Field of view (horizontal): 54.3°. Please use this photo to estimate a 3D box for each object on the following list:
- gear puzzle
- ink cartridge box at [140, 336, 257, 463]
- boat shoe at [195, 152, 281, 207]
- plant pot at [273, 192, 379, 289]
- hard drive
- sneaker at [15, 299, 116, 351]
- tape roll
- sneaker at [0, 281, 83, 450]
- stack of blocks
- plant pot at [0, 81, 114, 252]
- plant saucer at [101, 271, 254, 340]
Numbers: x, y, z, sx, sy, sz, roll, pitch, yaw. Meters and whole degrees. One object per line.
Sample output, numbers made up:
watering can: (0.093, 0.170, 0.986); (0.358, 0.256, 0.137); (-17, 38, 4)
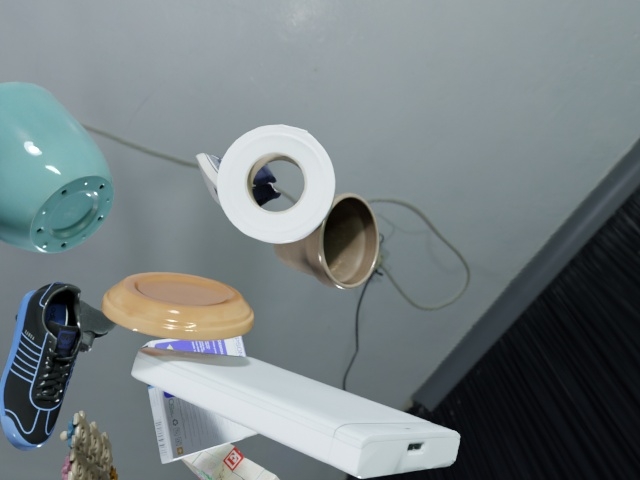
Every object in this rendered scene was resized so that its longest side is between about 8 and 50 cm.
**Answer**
gear puzzle: (-0.544, 0.538, 1.487); (0.044, 0.175, 0.339); (-8, 146, -2)
ink cartridge box: (-0.214, 0.277, 1.143); (0.045, 0.206, 0.208); (-26, 162, 40)
boat shoe: (-0.234, -0.177, 1.771); (0.158, 0.340, 0.127); (-25, 130, -14)
plant pot: (0.000, 0.000, 1.733); (0.229, 0.263, 0.263); (2, 140, 41)
hard drive: (-0.035, 0.205, 0.784); (0.233, 0.353, 0.047); (21, 81, -52)
sneaker: (-0.456, 0.142, 1.131); (0.170, 0.089, 0.051); (34, 130, -28)
tape roll: (-0.104, -0.135, 1.522); (0.286, 0.100, 0.286); (0, 88, 2)
sneaker: (-0.383, 0.170, 0.872); (0.091, 0.232, 0.081); (-17, 157, 33)
stack of blocks: (-0.199, 0.568, 1.482); (0.087, 0.297, 0.171); (-47, 121, -28)
plant pot: (-0.542, -0.116, 1.195); (0.235, 0.293, 0.293); (38, 120, 17)
plant saucer: (-0.185, 0.081, 0.830); (0.200, 0.200, 0.037); (9, 100, -17)
